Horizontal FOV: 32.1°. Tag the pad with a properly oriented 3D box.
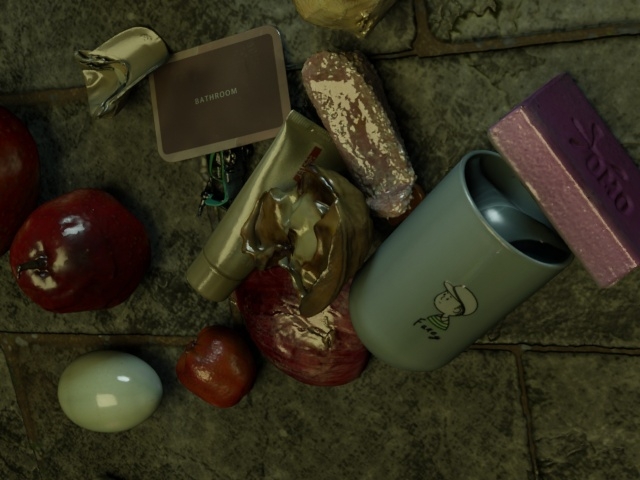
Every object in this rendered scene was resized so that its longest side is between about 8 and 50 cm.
[{"bbox_3d":[-0.164,-0.229,1.759,0.266,0.002,0.176,-11,84,31],"label":"pad"}]

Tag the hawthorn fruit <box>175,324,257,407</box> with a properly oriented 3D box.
[{"bbox_3d":[-0.171,0.219,1.909,0.138,0.133,0.133,43,125,-11],"label":"hawthorn fruit"}]

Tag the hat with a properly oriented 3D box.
[{"bbox_3d":[-0.316,-0.264,1.824,0.175,0.085,0.147,-25,61,12],"label":"hat"}]

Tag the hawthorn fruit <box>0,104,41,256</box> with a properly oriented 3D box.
[{"bbox_3d":[-0.621,-0.129,1.933,0.284,0.284,0.369,30,114,14],"label":"hawthorn fruit"}]

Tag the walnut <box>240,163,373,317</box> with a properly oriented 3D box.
[{"bbox_3d":[0.001,-0.012,1.631,0.238,0.141,0.204,43,121,48],"label":"walnut"}]

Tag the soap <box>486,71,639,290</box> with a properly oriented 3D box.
[{"bbox_3d":[0.347,-0.084,1.473,0.081,0.181,0.259,-37,89,38],"label":"soap"}]

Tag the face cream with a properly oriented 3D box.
[{"bbox_3d":[-0.088,-0.046,1.755,0.137,0.084,0.341,30,116,-21],"label":"face cream"}]

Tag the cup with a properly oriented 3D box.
[{"bbox_3d":[0.190,0.045,1.597,0.205,0.205,0.312,45,125,5],"label":"cup"}]

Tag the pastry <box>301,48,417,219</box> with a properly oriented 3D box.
[{"bbox_3d":[0.067,-0.161,1.641,0.102,0.112,0.265,-20,93,25],"label":"pastry"}]

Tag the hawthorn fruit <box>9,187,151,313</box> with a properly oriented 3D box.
[{"bbox_3d":[-0.433,0.023,1.894,0.230,0.266,0.210,-19,84,30],"label":"hawthorn fruit"}]

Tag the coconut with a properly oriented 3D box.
[{"bbox_3d":[0.036,-0.371,1.527,0.194,0.194,0.194,11,115,24],"label":"coconut"}]

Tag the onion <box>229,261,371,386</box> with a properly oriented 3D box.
[{"bbox_3d":[-0.049,0.130,1.813,0.283,0.120,0.227,15,112,23],"label":"onion"}]

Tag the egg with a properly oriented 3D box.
[{"bbox_3d":[-0.381,0.275,2.031,0.209,0.151,0.151,1,111,26],"label":"egg"}]

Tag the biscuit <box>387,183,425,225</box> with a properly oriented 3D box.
[{"bbox_3d":[0.118,-0.059,1.706,0.091,0.015,0.078,19,119,21],"label":"biscuit"}]

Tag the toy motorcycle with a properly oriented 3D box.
[{"bbox_3d":[-0.160,-0.105,1.813,0.100,0.058,0.173,9,113,33],"label":"toy motorcycle"}]

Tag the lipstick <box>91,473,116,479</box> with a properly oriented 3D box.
[{"bbox_3d":[-0.339,0.533,2.159,0.252,0.077,0.079,21,119,21],"label":"lipstick"}]
